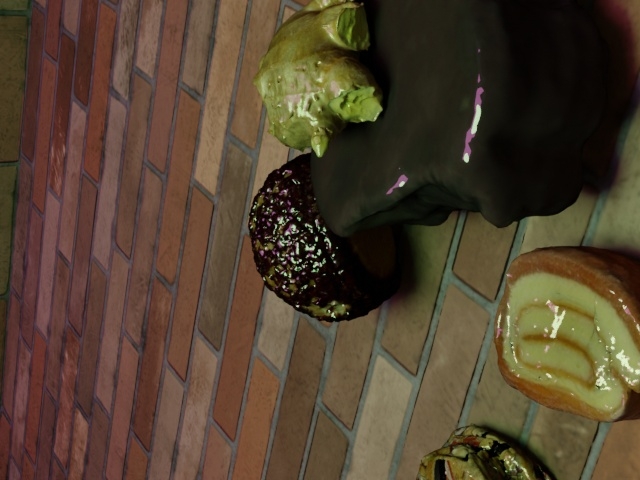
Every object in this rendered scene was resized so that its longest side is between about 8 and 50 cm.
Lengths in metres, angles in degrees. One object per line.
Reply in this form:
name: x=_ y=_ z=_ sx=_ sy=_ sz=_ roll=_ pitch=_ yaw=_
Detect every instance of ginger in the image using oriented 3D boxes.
ginger: x=-0.003 y=-0.181 z=1.173 sx=0.157 sy=0.102 sz=0.216 roll=-22 pitch=57 yaw=30

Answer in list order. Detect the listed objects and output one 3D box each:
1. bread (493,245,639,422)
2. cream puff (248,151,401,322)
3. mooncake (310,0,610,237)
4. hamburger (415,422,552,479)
bread: x=0.294 y=0.101 z=1.104 sx=0.244 sy=0.123 sz=0.190 roll=11 pitch=102 yaw=53
cream puff: x=0.000 y=0.000 z=1.414 sx=0.165 sy=0.239 sz=0.239 roll=-23 pitch=73 yaw=23
mooncake: x=0.150 y=-0.170 z=1.190 sx=0.381 sy=0.212 sz=0.350 roll=15 pitch=105 yaw=60
hamburger: x=0.195 y=0.346 z=1.304 sx=0.231 sy=0.107 sz=0.231 roll=21 pitch=118 yaw=47
